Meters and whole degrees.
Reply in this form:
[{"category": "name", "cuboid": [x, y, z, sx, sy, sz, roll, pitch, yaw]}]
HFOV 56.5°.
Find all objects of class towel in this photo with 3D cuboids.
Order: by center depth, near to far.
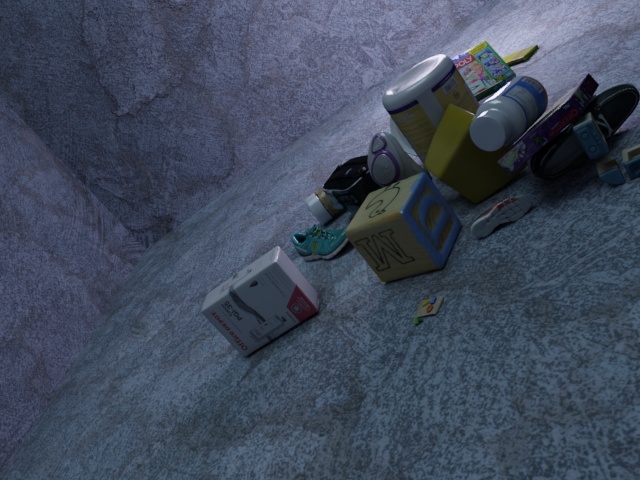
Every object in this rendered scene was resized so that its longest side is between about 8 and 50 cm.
[{"category": "towel", "cuboid": [0.758, -0.724, 2.399, 0.102, 0.021, 0.237, -41, 18, -23]}]

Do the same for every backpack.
[{"category": "backpack", "cuboid": [0.138, -0.192, 2.058, 0.225, 0.191, 0.254, -45, 27, -24]}]

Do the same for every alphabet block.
[{"category": "alphabet block", "cuboid": [0.219, -0.031, 1.561, 0.197, 0.193, 0.192, -20, 25, 43]}]

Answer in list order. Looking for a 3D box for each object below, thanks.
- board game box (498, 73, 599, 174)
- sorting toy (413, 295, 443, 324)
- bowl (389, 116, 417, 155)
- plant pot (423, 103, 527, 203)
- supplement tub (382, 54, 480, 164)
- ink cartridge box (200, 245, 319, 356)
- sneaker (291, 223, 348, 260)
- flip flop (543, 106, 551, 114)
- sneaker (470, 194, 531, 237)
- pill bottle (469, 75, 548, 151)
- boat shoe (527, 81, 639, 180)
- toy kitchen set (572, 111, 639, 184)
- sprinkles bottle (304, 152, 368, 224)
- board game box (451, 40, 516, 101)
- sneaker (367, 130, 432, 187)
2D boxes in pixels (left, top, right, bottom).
[{"category": "board game box", "cuboid": [0.555, -0.286, 1.434, 0.208, 0.056, 0.347, -41, -1, 38]}, {"category": "sorting toy", "cuboid": [0.242, 0.160, 1.364, 0.062, 0.012, 0.083, -17, 28, 45]}, {"category": "bowl", "cuboid": [0.403, -0.420, 2.095, 0.298, 0.134, 0.297, -8, 75, 33]}, {"category": "plant pot", "cuboid": [0.411, -0.227, 1.642, 0.187, 0.212, 0.212, -55, 18, 13]}, {"category": "supplement tub", "cuboid": [0.370, -0.367, 1.824, 0.241, 0.331, 0.241, -33, 20, 14]}, {"category": "ink cartridge box", "cuboid": [-0.176, 0.185, 1.760, 0.283, 0.207, 0.117, -34, 18, 15]}, {"category": "sneaker", "cuboid": [0.000, 0.000, 2.003, 0.275, 0.110, 0.107, -15, 30, 47]}, {"category": "flip flop", "cuboid": [0.575, -0.370, 1.705, 0.277, 0.080, 0.112, -9, 13, -25]}, {"category": "sneaker", "cuboid": [0.436, -0.070, 1.462, 0.158, 0.061, 0.065, -31, 15, 20]}, {"category": "pill bottle", "cuboid": [0.454, -0.305, 1.450, 0.221, 0.124, 0.124, -40, 17, -35]}, {"category": "boat shoe", "cuboid": [0.644, -0.253, 1.433, 0.302, 0.114, 0.091, -45, 16, 18]}, {"category": "toy kitchen set", "cuboid": [0.655, -0.212, 1.221, 0.207, 0.166, 0.122, -28, 22, 30]}, {"category": "sprinkles bottle", "cuboid": [0.112, -0.210, 2.249, 0.355, 0.121, 0.121, -37, 20, 4]}, {"category": "board game box", "cuboid": [0.534, -0.598, 2.233, 0.317, 0.046, 0.213, -29, 58, 3]}, {"category": "sneaker", "cuboid": [0.238, -0.186, 1.708, 0.114, 0.305, 0.152, -10, 28, 43]}]
